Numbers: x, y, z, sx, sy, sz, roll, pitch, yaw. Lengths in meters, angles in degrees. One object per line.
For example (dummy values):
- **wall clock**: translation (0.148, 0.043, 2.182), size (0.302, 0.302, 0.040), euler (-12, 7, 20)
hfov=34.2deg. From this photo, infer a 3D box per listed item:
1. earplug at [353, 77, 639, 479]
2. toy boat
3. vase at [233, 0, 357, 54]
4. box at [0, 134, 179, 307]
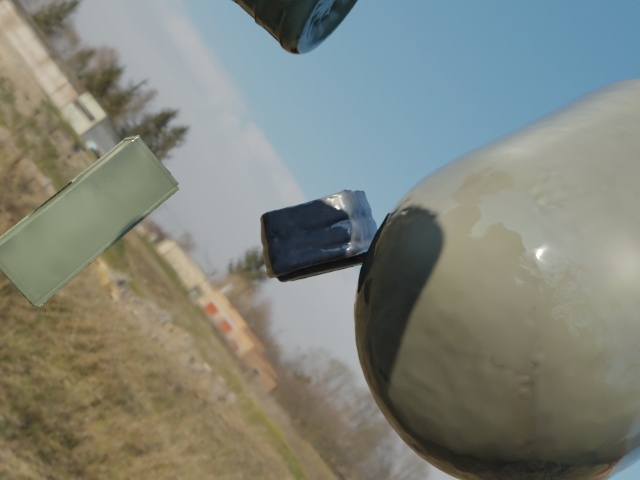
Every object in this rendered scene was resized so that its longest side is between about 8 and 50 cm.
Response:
- **earplug**: translation (0.220, 0.049, 0.928), size (0.313, 0.394, 0.312), euler (21, -57, 36)
- **toy boat**: translation (0.000, 0.000, 1.140), size (0.283, 0.127, 0.078), euler (13, 61, -87)
- **vase**: translation (-0.100, -0.272, 0.797), size (0.299, 0.143, 0.143), euler (37, -9, 8)
- **box**: translation (-0.292, -0.028, 1.281), size (0.086, 0.225, 0.129), euler (51, -10, -14)
